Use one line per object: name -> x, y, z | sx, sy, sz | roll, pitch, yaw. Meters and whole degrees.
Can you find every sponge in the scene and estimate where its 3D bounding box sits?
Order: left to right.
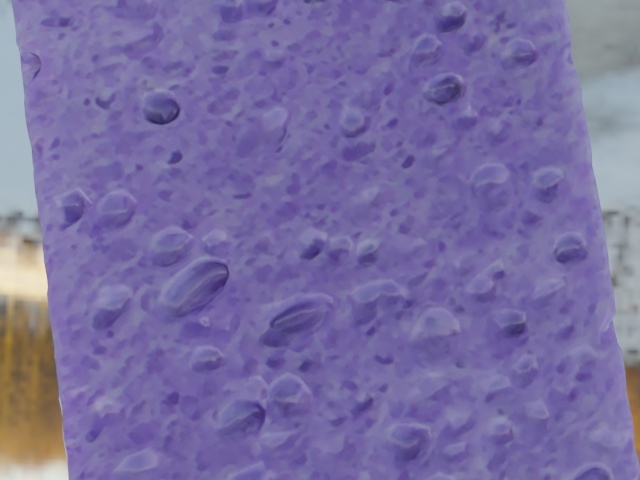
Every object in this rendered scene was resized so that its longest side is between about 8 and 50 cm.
sponge -> 0.000, 0.000, 0.371 | 0.117, 0.210, 0.031 | -6, 173, -8
